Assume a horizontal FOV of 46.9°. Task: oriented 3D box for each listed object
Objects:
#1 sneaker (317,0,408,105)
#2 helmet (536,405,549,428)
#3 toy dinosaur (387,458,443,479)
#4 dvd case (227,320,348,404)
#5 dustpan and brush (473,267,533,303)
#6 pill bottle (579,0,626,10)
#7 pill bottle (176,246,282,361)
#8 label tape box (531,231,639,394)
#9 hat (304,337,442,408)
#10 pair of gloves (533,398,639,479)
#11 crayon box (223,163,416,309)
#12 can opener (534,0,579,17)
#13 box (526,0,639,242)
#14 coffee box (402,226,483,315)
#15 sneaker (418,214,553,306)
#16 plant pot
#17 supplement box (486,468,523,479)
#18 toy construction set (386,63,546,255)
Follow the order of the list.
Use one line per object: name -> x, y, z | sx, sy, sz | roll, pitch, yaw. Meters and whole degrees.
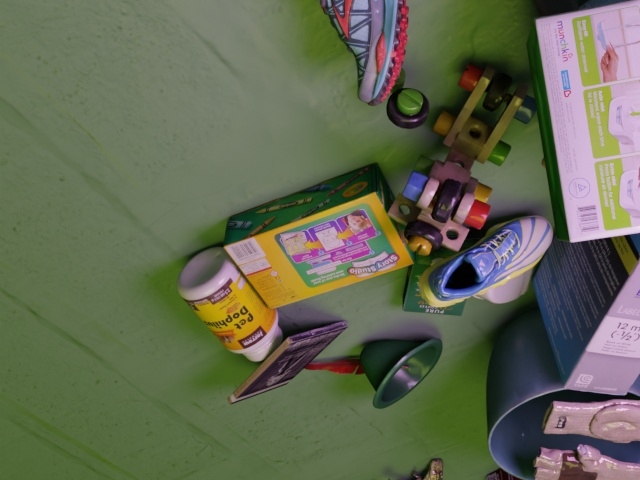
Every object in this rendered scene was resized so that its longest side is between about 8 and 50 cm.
sneaker -> 0.049, -0.306, 0.945 | 0.125, 0.104, 0.261 | 5, 108, 14
helmet -> 0.454, 0.397, 1.508 | 0.170, 0.169, 0.161 | 10, 147, -7
toy dinosaur -> 0.188, 0.602, 1.766 | 0.118, 0.064, 0.268 | 18, 133, -22
dvd case -> -0.063, 0.233, 1.416 | 0.165, 0.018, 0.221 | -9, 148, -50
dustpan and brush -> 0.277, 0.061, 1.252 | 0.211, 0.060, 0.147 | -25, 132, -33
pill bottle -> 0.391, -0.290, 0.962 | 0.160, 0.087, 0.087 | -34, 122, 27
pill bottle -> -0.154, 0.120, 1.321 | 0.117, 0.117, 0.215 | -20, 127, 19
label tape box -> 0.454, 0.029, 1.126 | 0.115, 0.249, 0.347 | 9, 129, -7
hat -> 0.104, 0.211, 1.453 | 0.209, 0.183, 0.173 | -30, 146, -27
pair of gloves -> 0.463, 0.340, 1.227 | 0.204, 0.042, 0.240 | 0, 129, 7
crayon box -> 0.000, 0.000, 1.234 | 0.279, 0.081, 0.165 | -19, 128, 18
can opener -> 0.258, -0.389, 0.891 | 0.093, 0.074, 0.280 | -21, 127, 18
box -> 0.381, -0.143, 0.863 | 0.231, 0.127, 0.261 | -10, 90, 10
coffee box -> 0.211, 0.054, 1.299 | 0.113, 0.040, 0.184 | 3, 130, -1
sneaker -> 0.271, 0.035, 1.149 | 0.240, 0.126, 0.091 | -31, 89, -3
plant pot -> 0.438, 0.263, 1.343 | 0.293, 0.235, 0.293 | 2, 130, 2
supplement box -> 0.492, 0.550, 1.659 | 0.073, 0.130, 0.239 | 34, 123, -24
toy construction set -> 0.233, -0.094, 1.080 | 0.309, 0.257, 0.237 | 3, 155, -3
